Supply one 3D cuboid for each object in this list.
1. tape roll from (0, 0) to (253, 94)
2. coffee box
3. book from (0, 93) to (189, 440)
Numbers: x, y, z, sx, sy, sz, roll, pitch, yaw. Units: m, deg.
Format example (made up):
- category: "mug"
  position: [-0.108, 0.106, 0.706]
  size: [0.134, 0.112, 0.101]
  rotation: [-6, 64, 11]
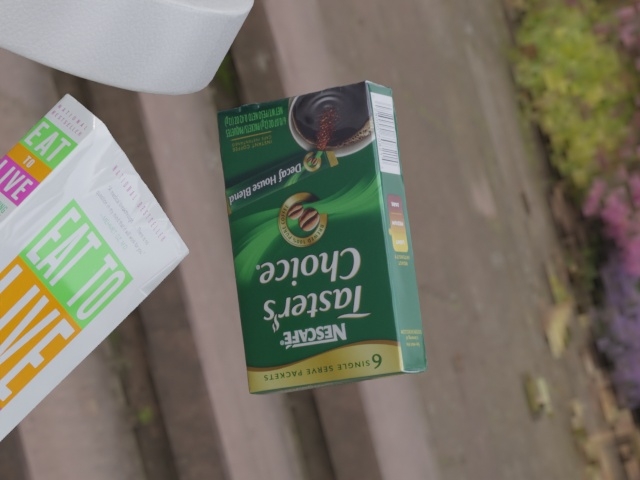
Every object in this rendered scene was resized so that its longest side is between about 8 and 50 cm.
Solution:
- category: "tape roll"
  position: [-0.229, -0.230, 1.252]
  size: [0.392, 0.072, 0.392]
  rotation: [28, 16, -9]
- category: "coffee box"
  position: [0.000, 0.000, 1.138]
  size: [0.040, 0.113, 0.184]
  rotation: [6, 77, -64]
- category: "book"
  position: [-0.115, 0.027, 0.602]
  size: [0.035, 0.144, 0.096]
  rotation: [39, -11, 23]
